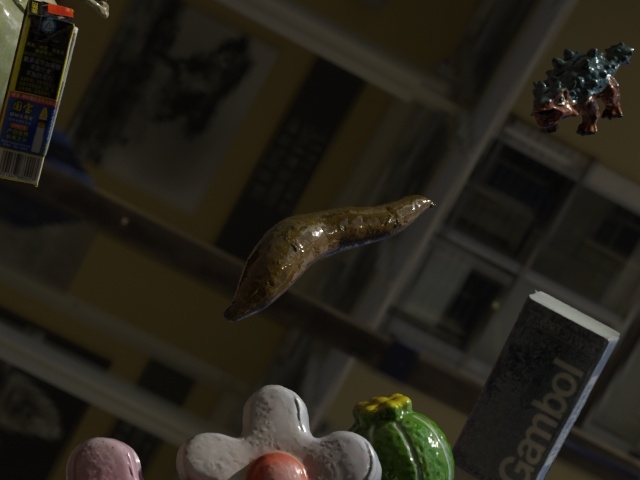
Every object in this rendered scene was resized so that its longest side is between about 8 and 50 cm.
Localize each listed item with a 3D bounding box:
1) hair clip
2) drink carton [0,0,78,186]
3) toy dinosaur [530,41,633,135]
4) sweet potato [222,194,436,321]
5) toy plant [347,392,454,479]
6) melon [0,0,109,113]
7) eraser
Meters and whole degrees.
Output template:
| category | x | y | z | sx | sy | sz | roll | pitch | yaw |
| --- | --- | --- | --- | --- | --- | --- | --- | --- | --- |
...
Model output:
| category | x | y | z | sx | sy | sz | roll | pitch | yaw |
| --- | --- | --- | --- | --- | --- | --- | --- | --- | --- |
| hair clip | -0.083 | 0.186 | 1.116 | 0.075 | 0.257 | 0.146 | 143 | -67 | -67 |
| drink carton | -0.276 | -0.143 | 1.597 | 0.071 | 0.056 | 0.165 | -118 | -137 | -66 |
| toy dinosaur | 0.183 | -0.108 | 1.155 | 0.154 | 0.049 | 0.055 | -37 | 122 | -51 |
| sweet potato | 0.000 | -0.002 | 1.573 | 0.249 | 0.069 | 0.059 | -27 | 148 | -30 |
| toy plant | 0.064 | 0.196 | 1.248 | 0.093 | 0.093 | 0.162 | -174 | -111 | -83 |
| melon | -0.417 | -0.200 | 1.801 | 0.308 | 0.272 | 0.272 | -58 | -172 | 25 |
| eraser | 0.197 | 0.162 | 1.584 | 0.212 | 0.092 | 0.046 | -65 | 160 | 11 |
